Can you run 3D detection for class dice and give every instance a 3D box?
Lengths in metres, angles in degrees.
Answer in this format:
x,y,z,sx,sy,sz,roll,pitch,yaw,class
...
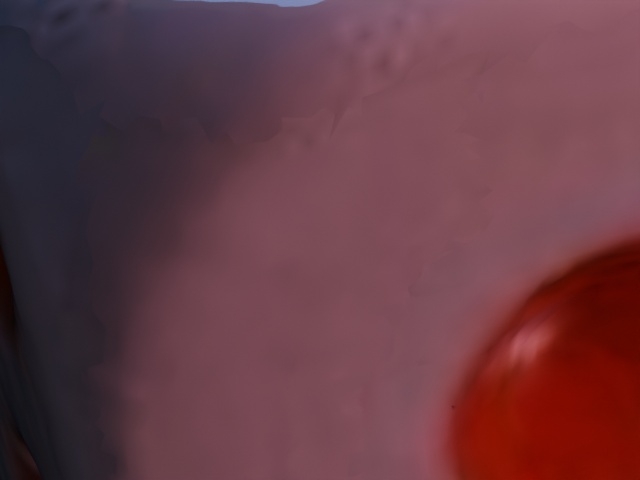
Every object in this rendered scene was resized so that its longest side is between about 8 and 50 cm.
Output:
x,y,z,sx,sy,sz,roll,pitch,yaw,class
0.025,-0.027,0.639,0.304,0.276,0.304,-18,35,-17,dice
